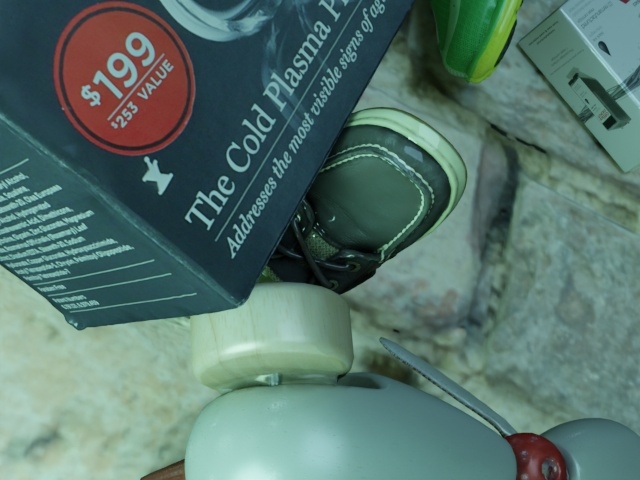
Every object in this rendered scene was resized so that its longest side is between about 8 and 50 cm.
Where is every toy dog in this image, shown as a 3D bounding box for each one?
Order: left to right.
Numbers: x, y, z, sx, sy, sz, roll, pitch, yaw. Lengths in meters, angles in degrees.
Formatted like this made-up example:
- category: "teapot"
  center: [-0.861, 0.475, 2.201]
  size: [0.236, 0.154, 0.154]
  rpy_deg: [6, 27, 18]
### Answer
- category: "toy dog"
  center: [0.034, 0.141, 0.674]
  size: [0.334, 0.161, 0.220]
  rpy_deg: [35, 53, -29]

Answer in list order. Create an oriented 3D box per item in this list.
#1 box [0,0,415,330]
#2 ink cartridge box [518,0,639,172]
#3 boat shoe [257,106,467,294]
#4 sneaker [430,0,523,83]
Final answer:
- category: "box"
  center: [-0.117, -0.183, 0.608]
  size: [0.312, 0.179, 0.343]
  rpy_deg: [40, 63, -24]
- category: "ink cartridge box"
  center: [0.236, -0.136, 0.933]
  size: [0.135, 0.056, 0.099]
  rpy_deg: [50, 54, -1]
- category: "boat shoe"
  center: [-0.001, -0.001, 0.646]
  size: [0.080, 0.223, 0.073]
  rpy_deg: [42, 62, -10]
- category: "sneaker"
  center: [0.080, -0.247, 0.883]
  size: [0.124, 0.109, 0.295]
  rpy_deg: [-6, 72, -6]
